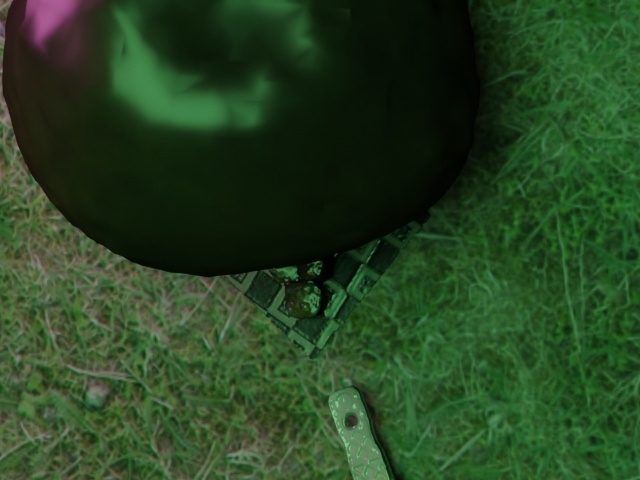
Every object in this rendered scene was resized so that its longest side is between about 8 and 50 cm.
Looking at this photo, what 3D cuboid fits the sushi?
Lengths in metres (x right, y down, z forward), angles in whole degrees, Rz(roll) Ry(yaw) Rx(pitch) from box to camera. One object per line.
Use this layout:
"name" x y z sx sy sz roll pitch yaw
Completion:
"sushi" 0.000 0.000 1.935 0.139 0.031 0.201 43 103 19

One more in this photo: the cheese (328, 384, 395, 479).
"cheese" 0.064 0.261 1.886 0.127 0.054 0.251 -24 78 21

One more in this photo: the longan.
"longan" -0.080 -0.171 1.787 0.436 0.404 0.404 -6 85 27
